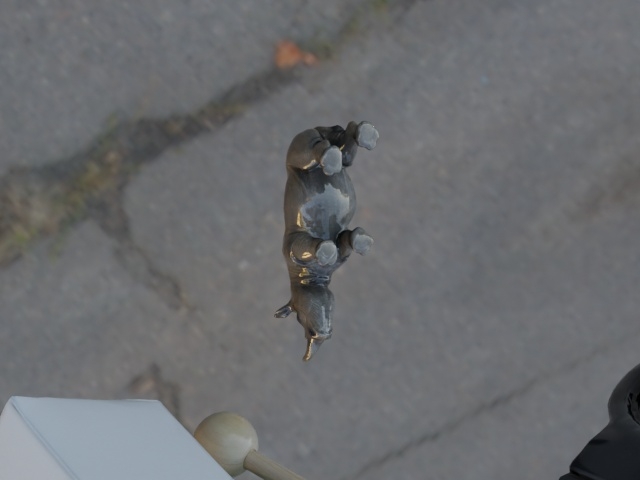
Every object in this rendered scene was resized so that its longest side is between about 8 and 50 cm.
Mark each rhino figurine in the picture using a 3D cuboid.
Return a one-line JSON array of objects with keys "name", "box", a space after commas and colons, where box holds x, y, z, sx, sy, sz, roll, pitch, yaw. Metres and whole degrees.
[{"name": "rhino figurine", "box": [0.000, 0.000, 1.870, 0.073, 0.106, 0.243, 4, 94, -28]}]

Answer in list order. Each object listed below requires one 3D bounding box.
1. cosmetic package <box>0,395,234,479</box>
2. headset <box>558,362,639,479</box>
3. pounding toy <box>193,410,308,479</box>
[{"name": "cosmetic package", "box": [-0.095, 0.295, 1.228, 0.156, 0.385, 0.217, 7, 119, -47]}, {"name": "headset", "box": [0.202, 0.113, 0.736, 0.394, 0.185, 0.243, -48, 116, -13]}, {"name": "pounding toy", "box": [-0.097, 0.260, 1.437, 0.237, 0.183, 0.110, -58, 149, 4]}]
